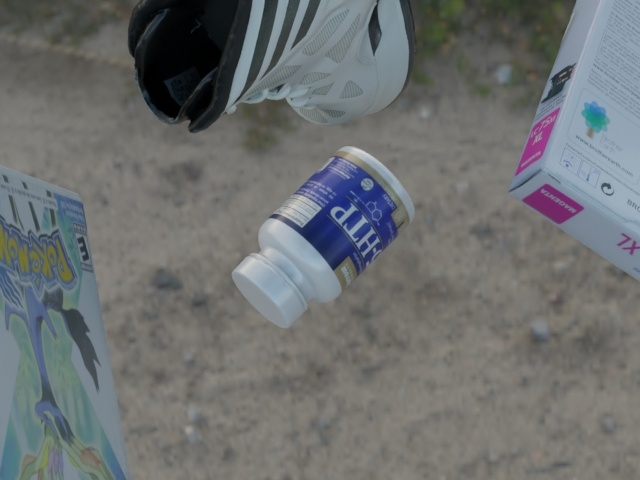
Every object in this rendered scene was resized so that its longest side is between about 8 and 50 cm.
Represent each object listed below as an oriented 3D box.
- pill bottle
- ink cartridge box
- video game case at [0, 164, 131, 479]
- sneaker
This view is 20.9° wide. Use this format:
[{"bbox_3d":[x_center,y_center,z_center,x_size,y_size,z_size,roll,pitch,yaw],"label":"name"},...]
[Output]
[{"bbox_3d":[0.000,0.000,1.832,0.112,0.112,0.187,34,71,34],"label":"pill bottle"},{"bbox_3d":[0.280,-0.116,1.425,0.185,0.065,0.311,33,58,-14],"label":"ink cartridge box"},{"bbox_3d":[-0.230,0.087,1.304,0.036,0.329,0.300,-13,80,12],"label":"video game case"},{"bbox_3d":[-0.055,-0.177,1.459,0.257,0.447,0.169,-34,77,-15],"label":"sneaker"}]
